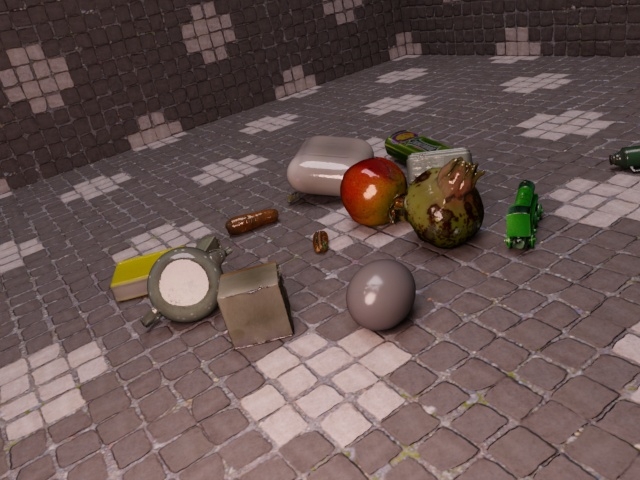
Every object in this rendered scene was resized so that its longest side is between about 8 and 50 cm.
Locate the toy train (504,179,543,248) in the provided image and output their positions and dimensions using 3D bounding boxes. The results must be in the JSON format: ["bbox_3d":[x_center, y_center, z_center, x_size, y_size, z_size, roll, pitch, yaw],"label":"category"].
[{"bbox_3d":[0.533,-0.071,1.458,0.085,0.119,0.251,0,30,26],"label":"toy train"}]

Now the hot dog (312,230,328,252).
[{"bbox_3d":[0.000,0.000,1.646,0.049,0.037,0.122,-15,24,3],"label":"hot dog"}]

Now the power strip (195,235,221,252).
[{"bbox_3d":[-0.352,0.072,1.614,0.052,0.078,0.272,-8,27,12],"label":"power strip"}]

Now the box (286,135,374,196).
[{"bbox_3d":[0.042,-0.276,2.022,0.288,0.141,0.349,7,31,8],"label":"box"}]

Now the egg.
[{"bbox_3d":[0.136,0.116,1.228,0.146,0.147,0.198,6,25,33],"label":"egg"}]

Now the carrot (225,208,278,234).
[{"bbox_3d":[-0.226,-0.066,1.853,0.186,0.060,0.060,-18,27,-12],"label":"carrot"}]

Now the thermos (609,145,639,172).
[{"bbox_3d":[0.978,-0.250,1.676,0.187,0.083,0.073,-6,5,17],"label":"thermos"}]

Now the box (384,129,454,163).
[{"bbox_3d":[0.373,-0.330,2.064,0.134,0.097,0.345,-21,28,-12],"label":"box"}]

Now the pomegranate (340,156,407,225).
[{"bbox_3d":[0.168,-0.139,1.666,0.210,0.210,0.235,-28,49,-28],"label":"pomegranate"}]

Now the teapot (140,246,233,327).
[{"bbox_3d":[-0.342,0.113,1.421,0.294,0.193,0.129,-44,-3,-8],"label":"teapot"}]

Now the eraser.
[{"bbox_3d":[-0.495,0.094,1.644,0.225,0.069,0.158,-14,25,-4],"label":"eraser"}]

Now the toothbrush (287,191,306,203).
[{"bbox_3d":[-0.005,-0.222,2.099,0.028,0.037,0.375,12,33,35],"label":"toothbrush"}]

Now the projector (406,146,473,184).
[{"bbox_3d":[0.372,-0.207,1.691,0.191,0.099,0.256,-3,-6,16],"label":"projector"}]

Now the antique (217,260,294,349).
[{"bbox_3d":[-0.149,0.145,1.304,0.151,0.147,0.148,-14,24,-1],"label":"antique"}]

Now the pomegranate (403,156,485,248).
[{"bbox_3d":[0.320,-0.103,1.456,0.204,0.276,0.222,-35,65,-1],"label":"pomegranate"}]
